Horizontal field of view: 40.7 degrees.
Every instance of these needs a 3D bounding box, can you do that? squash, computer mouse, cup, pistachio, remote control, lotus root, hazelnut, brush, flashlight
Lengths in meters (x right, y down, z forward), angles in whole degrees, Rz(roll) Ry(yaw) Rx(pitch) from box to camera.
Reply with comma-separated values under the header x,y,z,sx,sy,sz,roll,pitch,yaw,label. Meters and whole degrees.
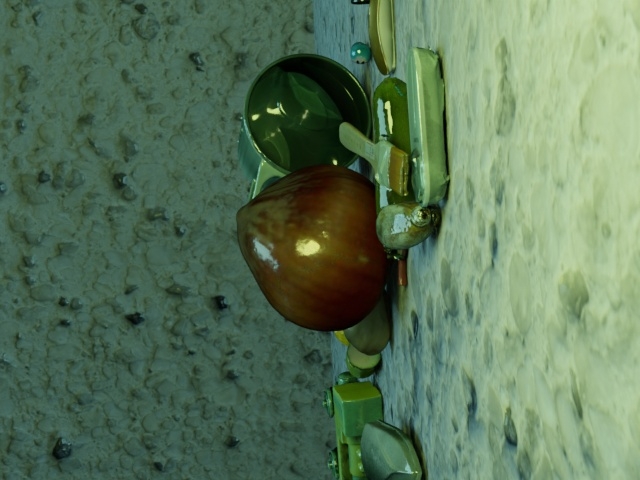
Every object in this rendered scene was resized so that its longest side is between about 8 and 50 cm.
x,y,z,sx,sy,sz,roll,pitch,yaw,label
0.109,0.326,2.334,0.188,0.095,0.095,96,169,-69,squash
0.121,-0.433,1.739,0.102,0.044,0.199,-130,36,-79,computer mouse
-0.096,-0.247,2.217,0.310,0.401,0.392,52,165,0,cup
0.112,0.180,2.045,0.124,0.124,0.185,-107,23,-73,pistachio
0.163,-0.176,1.341,0.104,0.052,0.248,-118,24,-83,remote control
0.148,-0.028,1.441,0.165,0.088,0.088,163,103,-65,lotus root
0.135,-0.124,1.536,0.087,0.087,0.332,-119,28,-80,squash
0.000,0.000,1.903,0.409,0.358,0.360,-115,21,-66,hazelnut
0.086,-0.156,1.515,0.336,0.020,0.086,-131,40,-66,brush
0.096,-0.457,2.082,0.129,0.051,0.051,-88,-5,-68,flashlight

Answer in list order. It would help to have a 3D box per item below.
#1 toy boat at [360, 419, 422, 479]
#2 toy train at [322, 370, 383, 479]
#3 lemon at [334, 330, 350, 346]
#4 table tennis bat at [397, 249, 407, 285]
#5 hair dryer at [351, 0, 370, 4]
x,y,z,sx,sy,sz,roll,pitch,yaw,label
0.159,0.468,1.839,0.319,0.092,0.141,156,111,-78,toy boat
0.100,0.562,2.417,0.237,0.150,0.369,-131,35,-73,toy train
0.090,0.237,2.375,0.155,0.114,0.114,73,-172,-57,lemon
0.166,0.015,1.759,0.098,0.019,0.155,-137,45,-84,table tennis bat
0.108,-0.561,1.834,0.197,0.056,0.101,-146,51,-74,hair dryer
